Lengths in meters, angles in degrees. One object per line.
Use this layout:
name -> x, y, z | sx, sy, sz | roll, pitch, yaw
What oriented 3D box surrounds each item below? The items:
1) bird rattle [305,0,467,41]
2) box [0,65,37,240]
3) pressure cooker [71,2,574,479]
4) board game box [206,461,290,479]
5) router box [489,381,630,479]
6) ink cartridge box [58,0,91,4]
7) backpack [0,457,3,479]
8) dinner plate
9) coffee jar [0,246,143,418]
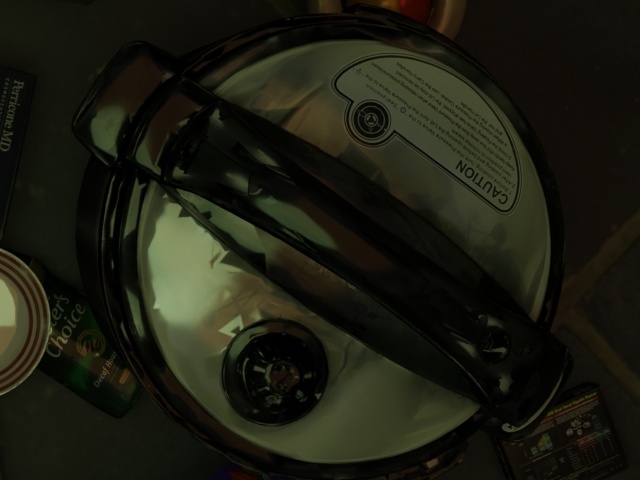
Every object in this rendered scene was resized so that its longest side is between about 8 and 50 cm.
bird rattle -> 0.067, -0.262, 1.558 | 0.253, 0.143, 0.207 | -12, 106, -25
box -> -0.371, -0.090, 1.423 | 0.207, 0.108, 0.153 | 13, 76, -17
pressure cooker -> -0.002, 0.006, 1.294 | 0.370, 0.420, 0.375 | -9, 95, -11
board game box -> -0.136, 0.359, 1.399 | 0.347, 0.078, 0.233 | -36, 141, -33
router box -> 0.240, 0.209, 1.630 | 0.122, 0.038, 0.092 | -22, 97, -12
ink cartridge box -> -0.283, -0.405, 1.449 | 0.207, 0.119, 0.353 | 7, 91, -13
backpack -> -0.354, 0.218, 1.455 | 0.152, 0.115, 0.182 | -14, 97, -15
dinner plate -> -0.311, 0.072, 1.427 | 0.141, 0.017, 0.141 | 1, 85, -8
coffee jar -> -0.242, 0.084, 1.494 | 0.184, 0.079, 0.096 | 29, 85, -12
